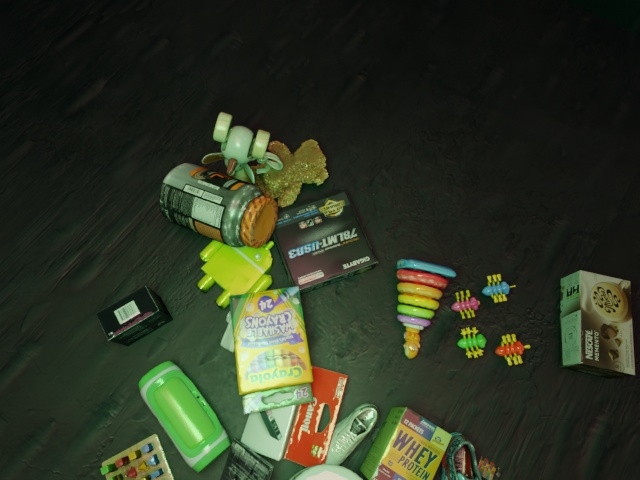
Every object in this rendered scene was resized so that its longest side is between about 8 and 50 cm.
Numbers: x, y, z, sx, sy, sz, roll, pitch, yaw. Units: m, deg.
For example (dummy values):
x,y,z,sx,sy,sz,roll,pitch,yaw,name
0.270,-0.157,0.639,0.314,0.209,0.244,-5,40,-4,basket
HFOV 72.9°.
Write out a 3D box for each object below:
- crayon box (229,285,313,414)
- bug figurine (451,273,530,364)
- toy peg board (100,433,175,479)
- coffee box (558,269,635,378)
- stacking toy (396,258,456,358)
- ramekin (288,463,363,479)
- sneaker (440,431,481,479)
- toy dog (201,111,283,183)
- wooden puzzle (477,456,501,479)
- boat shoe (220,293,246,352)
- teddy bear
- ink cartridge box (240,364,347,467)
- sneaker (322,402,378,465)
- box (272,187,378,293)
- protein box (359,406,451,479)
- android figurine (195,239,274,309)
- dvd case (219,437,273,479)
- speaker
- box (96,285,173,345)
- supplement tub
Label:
x,y,z,sx,sy,sz,roll,pitch,yaw,name
-0.138,0.306,1.227,0.203,0.083,0.323,-8,72,-9,crayon box
0.534,0.255,1.380,0.216,0.072,0.279,-6,74,1,bug figurine
-0.502,0.645,1.179,0.160,0.079,0.161,-26,73,-12,toy peg board
0.864,0.264,1.366,0.168,0.119,0.297,13,69,1,coffee box
0.300,0.217,1.358,0.165,0.175,0.302,12,83,-3,stacking toy
0.016,0.689,1.054,0.277,0.135,0.277,3,55,-5,ramekin
0.382,0.670,1.187,0.104,0.125,0.262,3,69,-1,sneaker
-0.255,-0.245,1.324,0.220,0.334,0.161,17,79,8,toy dog
0.481,0.663,1.258,0.083,0.006,0.049,28,71,8,wooden puzzle
-0.261,0.248,1.336,0.063,0.066,0.184,17,95,12,boat shoe
-0.143,-0.226,1.523,0.338,0.113,0.245,-37,68,-7,teddy bear
-0.073,0.485,1.243,0.238,0.060,0.275,11,68,18,ink cartridge box
0.074,0.557,1.232,0.090,0.095,0.235,42,76,10,sneaker
0.000,0.000,1.449,0.295,0.073,0.294,-18,69,-11,box
0.224,0.578,1.174,0.136,0.200,0.201,30,70,8,protein box
-0.268,0.085,1.416,0.248,0.056,0.273,40,74,12,android figurine
-0.214,0.667,1.141,0.164,0.018,0.221,10,78,44,dvd case
-0.383,0.489,1.219,0.131,0.131,0.296,-38,75,-15,speaker
-0.548,0.228,1.291,0.156,0.158,0.093,-31,74,-14,box
-0.318,-0.105,1.370,0.337,0.207,0.207,21,69,18,supplement tub
